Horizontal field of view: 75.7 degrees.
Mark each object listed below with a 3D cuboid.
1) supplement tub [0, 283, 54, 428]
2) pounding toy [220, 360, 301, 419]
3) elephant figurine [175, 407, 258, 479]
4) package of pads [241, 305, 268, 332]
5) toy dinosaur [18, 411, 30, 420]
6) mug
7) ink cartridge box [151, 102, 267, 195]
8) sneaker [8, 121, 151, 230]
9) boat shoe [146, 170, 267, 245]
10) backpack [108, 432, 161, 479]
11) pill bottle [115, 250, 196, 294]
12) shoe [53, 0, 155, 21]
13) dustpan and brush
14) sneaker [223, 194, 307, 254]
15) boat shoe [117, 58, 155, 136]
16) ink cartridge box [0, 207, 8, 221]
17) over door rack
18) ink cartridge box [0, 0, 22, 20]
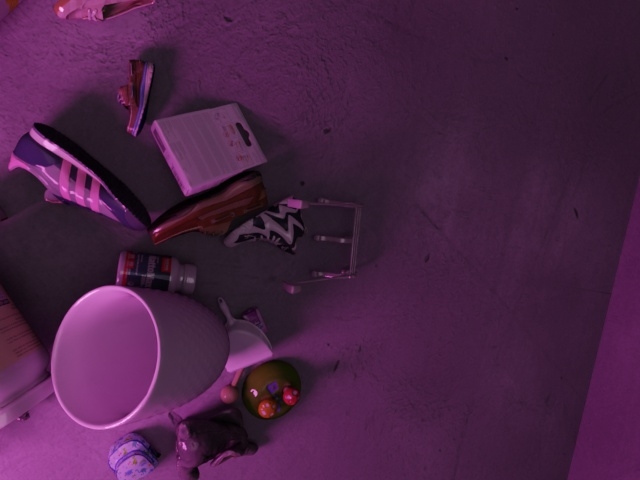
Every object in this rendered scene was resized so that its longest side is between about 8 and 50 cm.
[{"bbox_3d":[-0.716,0.225,0.827,0.236,0.235,0.324,-32,97,-16],"label":"supplement tub"},{"bbox_3d":[-0.149,0.444,1.198,0.237,0.110,0.182,35,83,-24],"label":"pounding toy"},{"bbox_3d":[-0.271,0.548,1.139,0.240,0.186,0.169,1,83,-23],"label":"elephant figurine"},{"bbox_3d":[-0.190,0.238,1.193,0.050,0.032,0.083,-27,107,-20],"label":"package of pads"},{"bbox_3d":[-0.834,0.423,0.908,0.322,0.164,0.218,-5,85,-4],"label":"toy dinosaur"},{"bbox_3d":[-0.412,0.270,0.961,0.374,0.328,0.276,-21,73,14],"label":"mug"},{"bbox_3d":[-0.281,-0.239,1.060,0.232,0.066,0.189,-28,90,-38],"label":"ink cartridge box"},{"bbox_3d":[-0.553,-0.115,0.962,0.131,0.112,0.319,-43,109,6],"label":"sneaker"},{"bbox_3d":[-0.276,-0.066,1.067,0.324,0.123,0.119,-30,113,-17],"label":"boat shoe"},{"bbox_3d":[-0.495,0.575,1.082,0.105,0.084,0.114,-34,106,-18],"label":"backpack"},{"bbox_3d":[-0.411,0.088,1.036,0.180,0.108,0.107,8,94,-25],"label":"pill bottle"},{"bbox_3d":[-0.483,-0.540,0.932,0.219,0.077,0.058,-31,103,-18],"label":"shoe"},{"bbox_3d":[-0.239,0.255,1.158,0.147,0.060,0.211,-22,113,4],"label":"dustpan and brush"},{"bbox_3d":[-0.138,-0.007,1.146,0.235,0.094,0.153,-34,101,-26],"label":"sneaker"},{"bbox_3d":[-0.447,-0.342,0.988,0.066,0.066,0.183,11,83,-19],"label":"boat shoe"},{"bbox_3d":[-0.761,-0.037,0.872,0.135,0.099,0.056,-27,108,-17],"label":"ink cartridge box"},{"bbox_3d":[0.000,0.000,1.160,0.324,0.108,0.239,-5,102,-54],"label":"over door rack"},{"bbox_3d":[-0.725,-0.539,0.746,0.279,0.160,0.384,38,70,-24],"label":"ink cartridge box"}]
